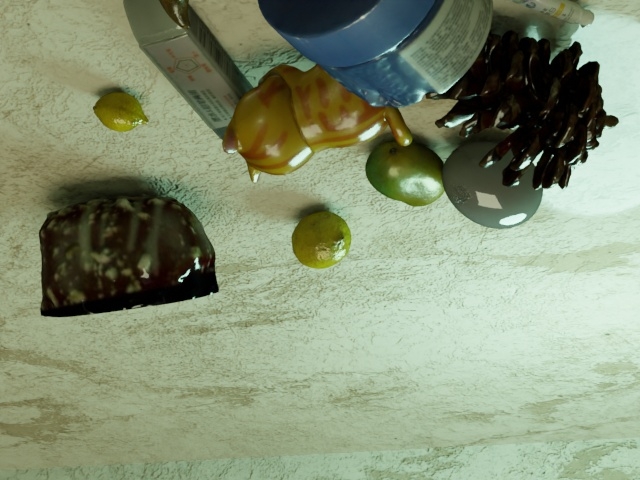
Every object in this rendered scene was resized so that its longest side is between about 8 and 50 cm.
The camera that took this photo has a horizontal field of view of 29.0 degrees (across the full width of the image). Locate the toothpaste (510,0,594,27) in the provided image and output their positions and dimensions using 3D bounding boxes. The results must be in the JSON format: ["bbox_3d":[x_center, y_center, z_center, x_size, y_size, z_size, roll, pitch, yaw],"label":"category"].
[{"bbox_3d":[0.316,-0.351,1.803,0.190,0.031,0.048,15,151,-21],"label":"toothpaste"}]

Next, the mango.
[{"bbox_3d":[0.157,-0.119,2.172,0.122,0.085,0.191,-32,149,28],"label":"mango"}]

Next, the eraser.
[{"bbox_3d":[-0.186,-0.264,1.916,0.089,0.061,0.352,-12,149,18],"label":"eraser"}]

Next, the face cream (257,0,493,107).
[{"bbox_3d":[0.076,-0.321,1.625,0.249,0.249,0.225,-18,147,29],"label":"face cream"}]

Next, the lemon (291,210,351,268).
[{"bbox_3d":[0.000,0.000,2.349,0.109,0.109,0.133,24,151,-37],"label":"lemon"}]

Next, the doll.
[{"bbox_3d":[-0.011,-0.199,1.916,0.270,0.162,0.166,-18,143,14],"label":"doll"}]

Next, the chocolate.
[{"bbox_3d":[-0.366,0.018,2.270,0.340,0.210,0.225,-8,-179,4],"label":"chocolate"}]

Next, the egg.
[{"bbox_3d":[0.297,-0.098,2.139,0.199,0.146,0.146,27,141,-32],"label":"egg"}]

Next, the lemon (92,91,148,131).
[{"bbox_3d":[-0.324,-0.208,2.010,0.092,0.065,0.065,15,149,-8],"label":"lemon"}]

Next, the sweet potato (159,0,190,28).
[{"bbox_3d":[-0.238,-0.390,1.694,0.069,0.059,0.249,-18,139,25],"label":"sweet potato"}]

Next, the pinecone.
[{"bbox_3d":[0.301,-0.201,1.867,0.309,0.244,0.244,19,149,-4],"label":"pinecone"}]
